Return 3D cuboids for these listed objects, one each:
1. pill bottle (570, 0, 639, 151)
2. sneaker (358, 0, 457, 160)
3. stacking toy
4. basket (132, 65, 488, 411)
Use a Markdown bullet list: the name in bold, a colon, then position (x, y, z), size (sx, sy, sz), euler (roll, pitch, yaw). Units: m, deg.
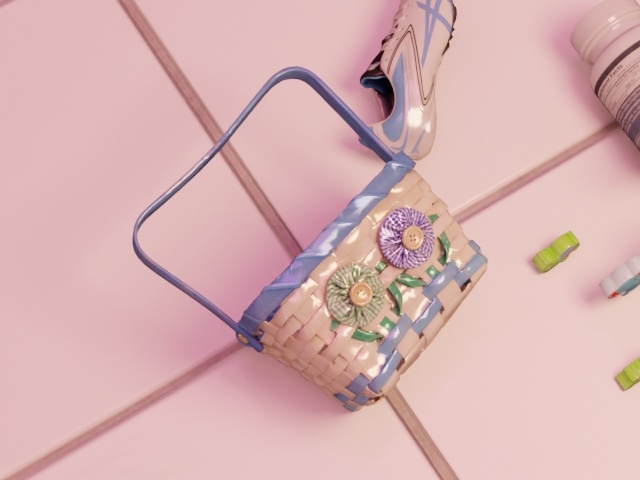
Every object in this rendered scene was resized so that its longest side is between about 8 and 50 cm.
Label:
- **pill bottle**: position (0.345, -0.165, 1.555), size (0.108, 0.108, 0.180), euler (-29, 68, -11)
- **sneaker**: position (0.091, -0.198, 1.586), size (0.086, 0.085, 0.237), euler (14, 67, -12)
- **stacking toy**: position (0.328, 0.014, 1.455), size (0.221, 0.052, 0.167), euler (-43, 65, 21)
- **basket**: position (0.000, 0.000, 1.438), size (0.289, 0.201, 0.255), euler (38, 73, 6)
